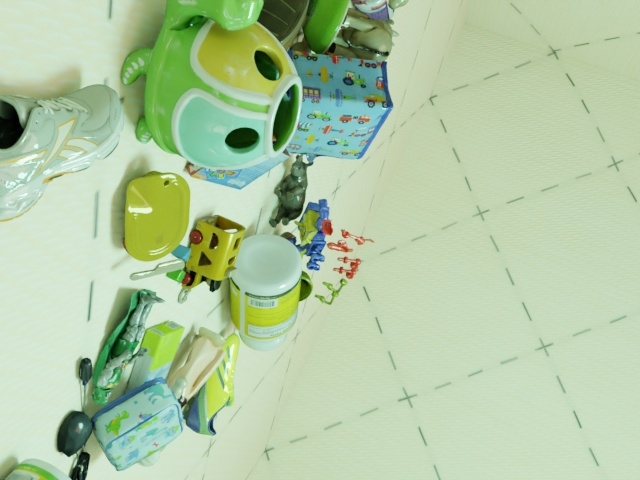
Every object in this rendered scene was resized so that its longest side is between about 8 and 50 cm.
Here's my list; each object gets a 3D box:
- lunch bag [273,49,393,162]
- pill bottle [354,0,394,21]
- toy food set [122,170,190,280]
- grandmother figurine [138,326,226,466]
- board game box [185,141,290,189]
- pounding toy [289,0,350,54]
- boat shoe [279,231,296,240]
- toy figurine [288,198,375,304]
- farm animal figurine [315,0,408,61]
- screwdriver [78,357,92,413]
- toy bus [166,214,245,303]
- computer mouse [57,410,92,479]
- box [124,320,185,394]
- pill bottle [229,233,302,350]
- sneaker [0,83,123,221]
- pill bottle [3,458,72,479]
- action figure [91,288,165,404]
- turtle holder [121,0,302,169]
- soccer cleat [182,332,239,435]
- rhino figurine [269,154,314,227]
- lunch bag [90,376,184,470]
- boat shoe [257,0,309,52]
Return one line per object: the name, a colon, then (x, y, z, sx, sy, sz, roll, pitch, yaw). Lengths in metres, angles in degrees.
lunch bag: (0.010, -0.263, 1.564, 0.293, 0.220, 0.138, 114, -23, -58)
pill bottle: (0.145, -0.643, 1.901, 0.108, 0.108, 0.193, -66, 167, -4)
toy food set: (-0.302, -0.037, 1.238, 0.128, 0.071, 0.218, -22, 136, -39)
grandmother figurine: (-0.342, 0.373, 1.670, 0.342, 0.104, 0.208, -61, 173, -28)
board game box: (-0.164, -0.166, 1.472, 0.145, 0.027, 0.281, -33, 172, 10)
pounding toy: (-0.025, -0.502, 1.530, 0.237, 0.110, 0.183, 162, -56, -68)
boat shoe: (-0.123, 0.131, 2.118, 0.123, 0.116, 0.324, -34, 144, -68)
toy figurine: (0.000, 0.000, 1.989, 0.363, 0.191, 0.217, 116, -25, -50)
farm animal figurine: (0.114, -0.505, 1.618, 0.330, 0.172, 0.327, 116, -15, -45)
screwdriver: (-0.442, 0.275, 1.309, 0.024, 0.025, 0.170, -53, 170, -49)
toy bus: (-0.235, 0.046, 1.545, 0.191, 0.104, 0.202, -61, 165, -25)
computer mouse: (-0.469, 0.415, 1.370, 0.071, 0.041, 0.242, -55, 164, -44)
box: (-0.365, 0.271, 1.540, 0.178, 0.042, 0.109, -68, 166, 10)
pill bottle: (-0.150, 0.152, 1.888, 0.188, 0.187, 0.334, -57, 164, -37)
sneaker: (-0.335, -0.138, 0.851, 0.121, 0.099, 0.262, 94, 21, -43)
pill bottle: (-0.507, 0.482, 1.111, 0.246, 0.136, 0.136, -51, 160, -50)
action figure: (-0.378, 0.210, 1.354, 0.232, 0.063, 0.137, -63, 170, -1)
turtle holder: (-0.145, -0.261, 1.102, 0.243, 0.227, 0.320, -43, 153, -60)
soccer cleat: (-0.276, 0.401, 1.950, 0.289, 0.121, 0.093, -66, 167, -7)
rhino figurine: (-0.074, -0.146, 1.938, 0.106, 0.073, 0.243, -43, 156, -47)
lunch bag: (-0.371, 0.379, 1.447, 0.176, 0.090, 0.219, -29, 155, -22)
boat shoe: (-0.124, -0.355, 1.336, 0.307, 0.110, 0.104, -55, 169, -9)
